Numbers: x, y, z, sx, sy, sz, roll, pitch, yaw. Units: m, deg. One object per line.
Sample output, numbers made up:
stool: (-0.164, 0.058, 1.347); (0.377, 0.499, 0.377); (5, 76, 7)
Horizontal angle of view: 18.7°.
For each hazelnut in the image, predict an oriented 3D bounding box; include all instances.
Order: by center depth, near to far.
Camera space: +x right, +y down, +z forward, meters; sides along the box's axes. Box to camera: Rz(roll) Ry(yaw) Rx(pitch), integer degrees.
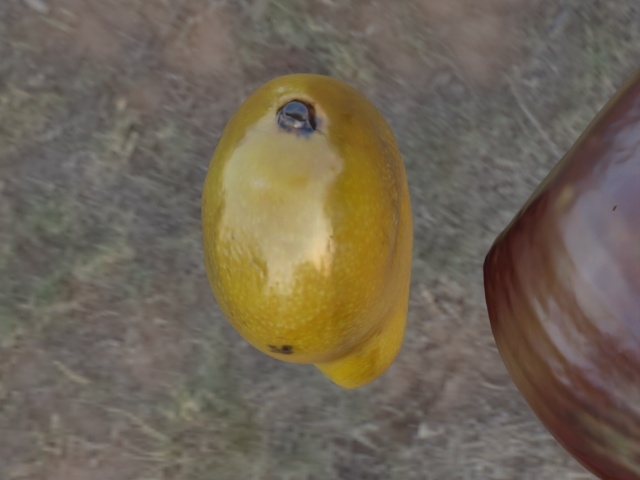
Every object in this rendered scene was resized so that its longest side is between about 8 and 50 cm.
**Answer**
hazelnut: (0.181, 0.020, 0.900); (0.181, 0.181, 0.212); (39, 129, 4)

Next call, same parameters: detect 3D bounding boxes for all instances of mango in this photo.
mango: (-0.005, -0.001, 1.105); (0.109, 0.262, 0.157); (4, 64, 8)
